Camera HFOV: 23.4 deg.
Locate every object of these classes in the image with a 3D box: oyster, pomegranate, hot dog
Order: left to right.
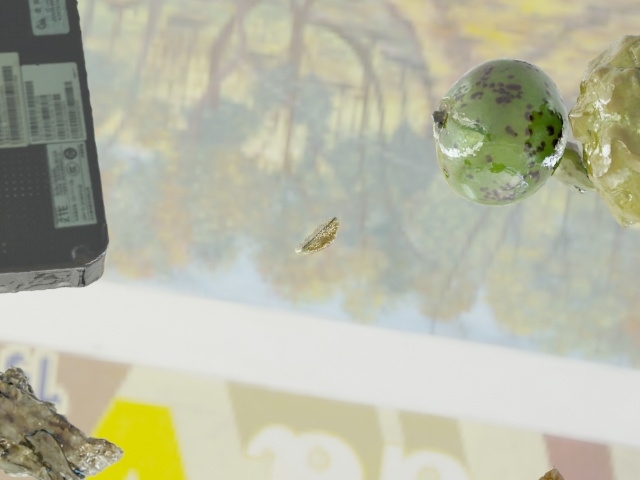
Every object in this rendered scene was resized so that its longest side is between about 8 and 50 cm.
[{"bbox_3d":[-0.385,0.238,1.999,0.214,0.083,0.223,38,-165,21],"label":"oyster"},{"bbox_3d":[0.000,0.000,2.449,0.090,0.034,0.030,-44,-162,-24],"label":"hot dog"},{"bbox_3d":[0.275,-0.141,2.168,0.263,0.211,0.211,18,-176,-18],"label":"pomegranate"}]

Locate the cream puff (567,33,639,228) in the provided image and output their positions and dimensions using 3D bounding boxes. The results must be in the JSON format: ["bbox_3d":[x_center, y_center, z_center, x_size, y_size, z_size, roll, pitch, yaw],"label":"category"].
[{"bbox_3d":[0.436,-0.143,2.053,0.282,0.281,0.185,1,170,-41],"label":"cream puff"}]

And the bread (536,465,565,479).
[{"bbox_3d":[0.216,0.345,1.829,0.187,0.103,0.065,-33,-106,-30],"label":"bread"}]

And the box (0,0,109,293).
[{"bbox_3d":[-0.315,-0.115,1.407,0.211,0.350,0.058,-5,154,-16],"label":"box"}]
